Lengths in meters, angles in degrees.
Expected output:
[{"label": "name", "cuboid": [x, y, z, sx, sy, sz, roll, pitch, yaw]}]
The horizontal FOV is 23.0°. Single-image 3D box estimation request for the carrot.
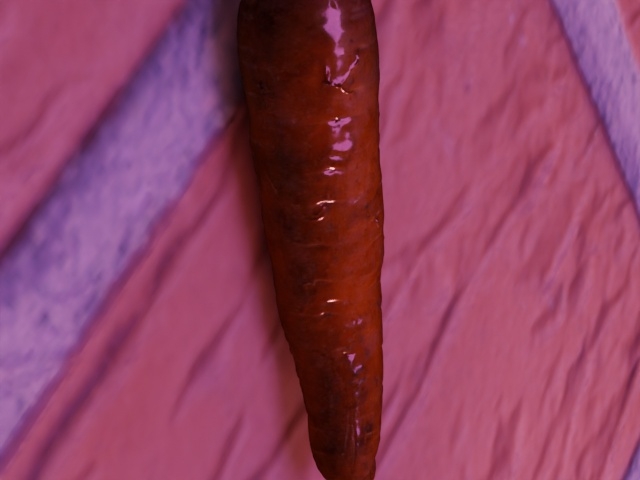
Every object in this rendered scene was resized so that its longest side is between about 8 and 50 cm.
[{"label": "carrot", "cuboid": [0.000, 0.000, 0.522, 0.047, 0.047, 0.191, -30, 124, -46]}]
